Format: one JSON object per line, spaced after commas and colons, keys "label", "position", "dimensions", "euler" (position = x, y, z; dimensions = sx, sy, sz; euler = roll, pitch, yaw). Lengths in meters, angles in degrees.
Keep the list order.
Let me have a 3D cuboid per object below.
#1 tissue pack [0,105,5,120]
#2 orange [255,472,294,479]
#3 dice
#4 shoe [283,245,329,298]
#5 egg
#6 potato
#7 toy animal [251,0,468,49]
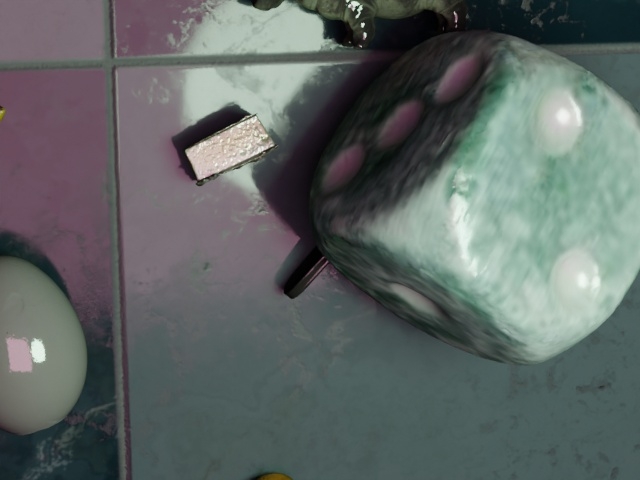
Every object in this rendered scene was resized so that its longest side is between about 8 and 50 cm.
{"label": "tissue pack", "position": [-0.475, -0.123, 1.866], "dimensions": [0.082, 0.120, 0.169], "euler": [34, 90, -22]}
{"label": "orange", "position": [-0.066, 0.372, 2.109], "dimensions": [0.085, 0.085, 0.085], "euler": [-3, 103, -14]}
{"label": "dice", "position": [0.215, -0.060, 1.919], "dimensions": [0.330, 0.328, 0.348], "euler": [40, 74, -28]}
{"label": "shoe", "position": [0.000, 0.000, 2.049], "dimensions": [0.049, 0.071, 0.179], "euler": [40, 94, -15]}
{"label": "egg", "position": [-0.397, 0.132, 1.915], "dimensions": [0.176, 0.176, 0.232], "euler": [-19, 97, -10]}
{"label": "potato", "position": [-0.124, -0.121, 1.983], "dimensions": [0.122, 0.086, 0.061], "euler": [-27, 94, -6]}
{"label": "toy animal", "position": [0.036, -0.341, 1.965], "dimensions": [0.343, 0.106, 0.168], "euler": [7, 101, -13]}
